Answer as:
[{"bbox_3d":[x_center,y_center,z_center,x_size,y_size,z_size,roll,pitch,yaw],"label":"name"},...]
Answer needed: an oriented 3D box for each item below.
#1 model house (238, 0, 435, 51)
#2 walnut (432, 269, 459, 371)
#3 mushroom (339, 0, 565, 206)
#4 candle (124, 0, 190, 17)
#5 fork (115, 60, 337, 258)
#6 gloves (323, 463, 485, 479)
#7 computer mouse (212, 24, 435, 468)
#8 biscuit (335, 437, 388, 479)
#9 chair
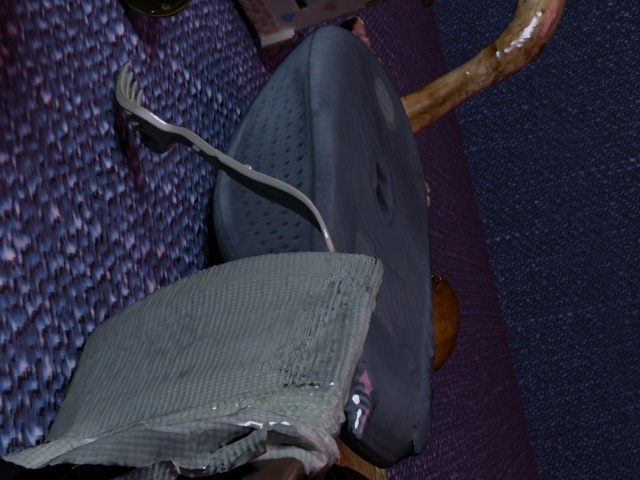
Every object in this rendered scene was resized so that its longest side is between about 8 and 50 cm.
[{"bbox_3d":[0.009,-0.321,0.943,0.326,0.244,0.169,56,26,-55],"label":"model house"},{"bbox_3d":[0.076,0.080,1.138,0.207,0.116,0.116,-41,117,-69],"label":"walnut"},{"bbox_3d":[0.118,-0.164,1.205,0.208,0.301,0.233,23,31,-33],"label":"mushroom"},{"bbox_3d":[-0.100,-0.197,0.765,0.130,0.052,0.052,-91,162,-48],"label":"candle"},{"bbox_3d":[-0.057,-0.040,0.626,0.219,0.028,0.034,38,-27,43],"label":"fork"},{"bbox_3d":[0.039,0.203,0.821,0.268,0.135,0.107,21,97,-55],"label":"gloves"},{"bbox_3d":[0.000,0.000,0.828,0.188,0.122,0.371,53,24,-35],"label":"computer mouse"},{"bbox_3d":[0.028,0.169,1.019,0.203,0.016,0.144,49,30,-63],"label":"biscuit"},{"bbox_3d":[-0.045,0.137,0.425,0.319,0.160,0.186,-56,126,-72],"label":"chair"}]
